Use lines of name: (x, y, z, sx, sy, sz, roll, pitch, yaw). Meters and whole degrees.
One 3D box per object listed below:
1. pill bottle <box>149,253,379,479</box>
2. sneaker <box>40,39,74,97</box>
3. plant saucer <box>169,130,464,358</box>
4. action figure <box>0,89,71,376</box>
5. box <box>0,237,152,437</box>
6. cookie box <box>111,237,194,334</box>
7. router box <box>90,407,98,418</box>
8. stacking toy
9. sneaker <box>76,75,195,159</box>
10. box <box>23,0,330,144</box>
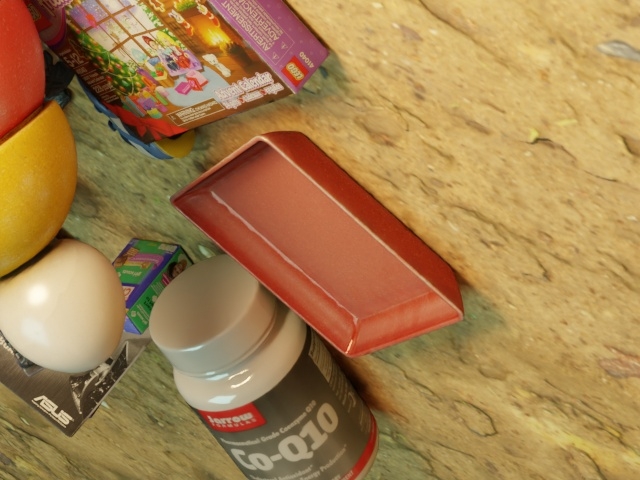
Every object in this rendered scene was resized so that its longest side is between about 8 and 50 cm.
pill bottle: (-0.063, 0.159, 1.894, 0.161, 0.161, 0.283, 10, 145, 44)
sneaker: (-0.372, -0.233, 1.717, 0.283, 0.110, 0.122, 26, -170, -6)
plant saucer: (0.000, 0.000, 1.676, 0.259, 0.047, 0.258, 41, 155, -11)
action figure: (-0.342, -0.037, 1.913, 0.341, 0.179, 0.330, 58, 163, 12)
box: (-0.342, 0.103, 2.126, 0.231, 0.183, 0.056, 41, 173, -8)
cookie box: (-0.210, 0.052, 1.962, 0.092, 0.107, 0.040, 8, 143, 46)
router box: (-0.336, 0.135, 2.235, 0.179, 0.133, 0.046, 24, 159, 24)
stacking toy: (-0.339, -0.078, 1.521, 0.351, 0.350, 0.480, -9, 117, 57)
sneaker: (-0.192, -0.130, 1.691, 0.144, 0.053, 0.059, 45, 156, -16)
box: (-0.145, -0.192, 1.517, 0.201, 0.057, 0.293, 46, 154, -18)
